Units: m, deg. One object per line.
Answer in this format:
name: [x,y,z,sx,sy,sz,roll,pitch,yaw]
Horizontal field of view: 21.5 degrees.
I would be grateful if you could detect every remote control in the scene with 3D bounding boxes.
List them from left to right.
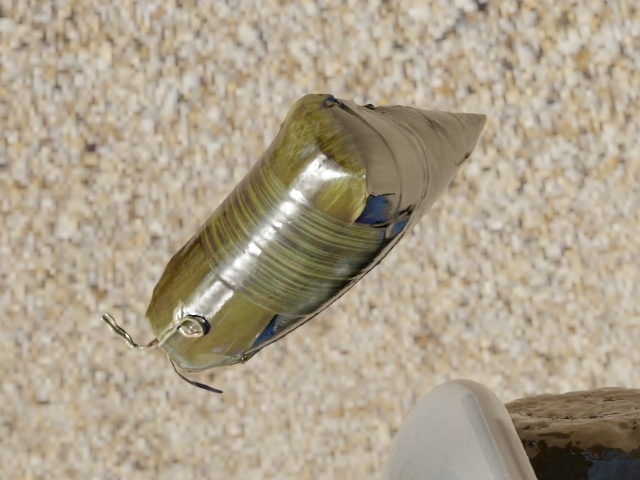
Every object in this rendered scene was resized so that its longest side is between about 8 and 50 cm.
remote control: [0.105,0.240,1.257,0.104,0.332,0.221,9,113,-11]

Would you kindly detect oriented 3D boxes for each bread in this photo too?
bread: [0.241,0.205,1.520,0.230,0.123,0.230,-8,-177,0]

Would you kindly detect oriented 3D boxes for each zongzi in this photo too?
zongzi: [0.000,0.000,1.234,0.247,0.111,0.241,-47,162,26]
